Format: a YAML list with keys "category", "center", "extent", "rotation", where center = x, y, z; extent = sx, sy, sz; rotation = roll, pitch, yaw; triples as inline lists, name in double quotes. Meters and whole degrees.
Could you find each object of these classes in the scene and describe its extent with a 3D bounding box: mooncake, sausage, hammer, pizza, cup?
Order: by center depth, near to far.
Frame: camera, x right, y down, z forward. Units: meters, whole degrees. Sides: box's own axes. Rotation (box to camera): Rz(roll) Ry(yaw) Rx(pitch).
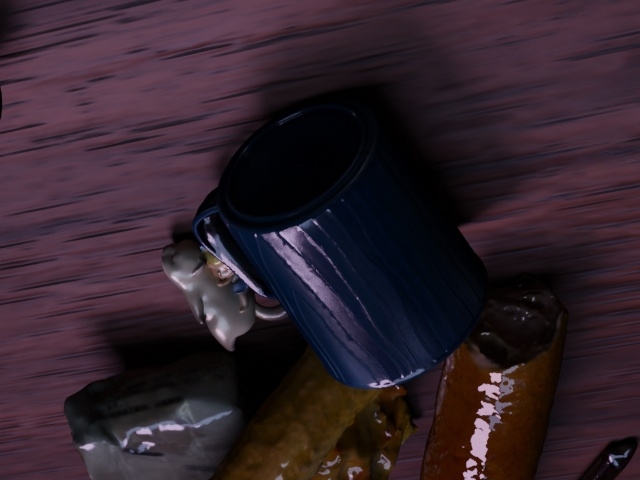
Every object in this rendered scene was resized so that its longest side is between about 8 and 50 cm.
- category: "cup"
  center: [0.002, 0.006, 1.045]
  extent: [0.150, 0.113, 0.138]
  rotation: [-24, 128, 15]
- category: "pizza"
  center: [-0.020, 0.183, 1.187]
  extent: [0.182, 0.074, 0.365]
  rotation: [11, 114, -55]
- category: "sausage"
  center: [0.106, 0.147, 1.192]
  extent: [0.076, 0.103, 0.302]
  rotation: [14, 137, 6]
- category: "mooncake"
  center: [-0.101, 0.135, 1.226]
  extent: [0.125, 0.073, 0.130]
  rotation: [-13, 137, 4]
- category: "hammer"
  center: [0.175, 0.195, 1.292]
  extent: [0.065, 0.021, 0.178]
  rotation: [21, 135, -12]

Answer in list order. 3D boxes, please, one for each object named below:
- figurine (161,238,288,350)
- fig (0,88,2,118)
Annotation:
- category: "figurine"
  center: [-0.059, 0.025, 1.135]
  extent: [0.050, 0.047, 0.083]
  rotation: [-31, 119, 16]
- category: "fig"
  center: [-0.251, -0.111, 0.977]
  extent: [0.117, 0.117, 0.177]
  rotation: [-9, 124, 17]
